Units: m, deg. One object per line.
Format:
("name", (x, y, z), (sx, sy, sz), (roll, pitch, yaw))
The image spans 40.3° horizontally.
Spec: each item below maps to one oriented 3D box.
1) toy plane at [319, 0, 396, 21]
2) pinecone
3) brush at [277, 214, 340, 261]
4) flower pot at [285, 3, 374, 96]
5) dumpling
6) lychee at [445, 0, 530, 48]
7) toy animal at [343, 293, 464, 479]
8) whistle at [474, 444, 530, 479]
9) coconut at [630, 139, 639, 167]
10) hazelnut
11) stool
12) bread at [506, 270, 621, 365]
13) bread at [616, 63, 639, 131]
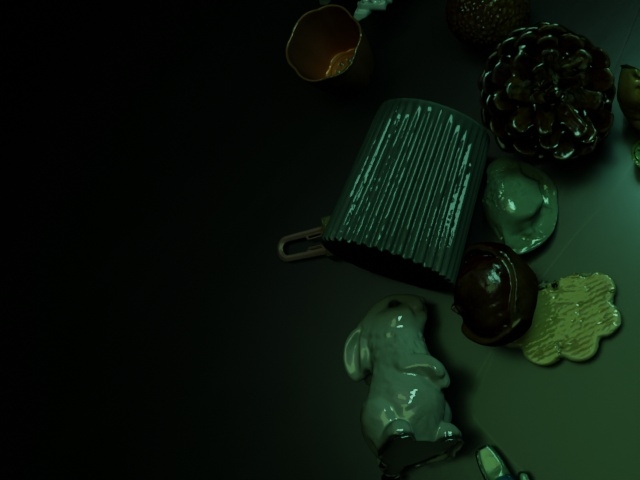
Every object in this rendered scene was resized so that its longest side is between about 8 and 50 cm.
("toy plane", (0.106, -0.614, 2.071), (0.252, 0.118, 0.252), (-6, 51, 7))
("pinecone", (0.448, -0.291, 1.758), (0.242, 0.296, 0.298), (-26, 93, -1))
("brush", (0.000, 0.000, 2.017), (0.233, 0.047, 0.103), (-13, 75, 22))
("flower pot", (0.039, -0.428, 2.034), (0.190, 0.173, 0.191), (-6, 77, 24))
("dumpling", (0.412, -0.081, 1.814), (0.152, 0.108, 0.219), (-17, 73, 20))
("lychee", (0.364, -0.511, 1.905), (0.194, 0.194, 0.195), (-6, 75, 23))
("toy animal", (0.159, 0.290, 1.817), (0.258, 0.193, 0.358), (-43, 45, 36))
("whistle", (0.373, 0.513, 1.709), (0.114, 0.077, 0.236), (-30, 61, 6))
("coconut", (0.704, -0.182, 1.728), (0.158, 0.055, 0.133), (10, 57, 29))
("hazelnut", (0.344, 0.109, 1.718), (0.160, 0.170, 0.202), (14, 61, -10))
("stool", (0.190, -0.098, 1.826), (0.297, 0.297, 0.330), (15, 79, 27))
("bread", (0.477, 0.161, 1.763), (0.250, 0.039, 0.182), (-12, 73, 22))
("bread", (0.667, -0.269, 1.694), (0.174, 0.251, 0.133), (11, 105, 25))
